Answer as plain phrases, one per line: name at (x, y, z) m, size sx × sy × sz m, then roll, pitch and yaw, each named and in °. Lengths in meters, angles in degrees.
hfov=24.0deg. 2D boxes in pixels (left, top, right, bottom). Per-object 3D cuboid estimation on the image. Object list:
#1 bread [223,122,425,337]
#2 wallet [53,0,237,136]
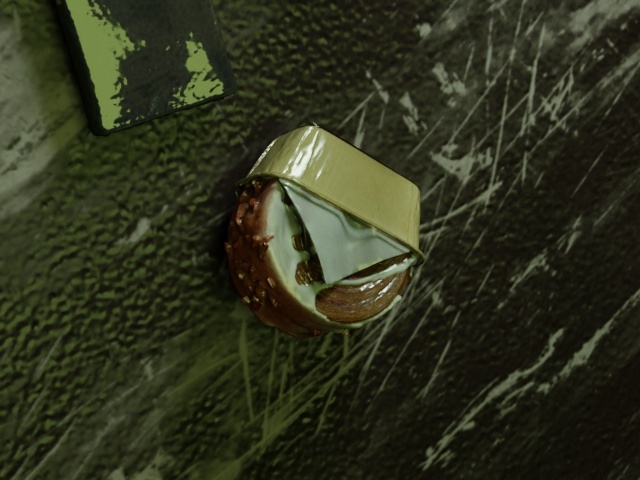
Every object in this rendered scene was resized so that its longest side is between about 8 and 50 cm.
bread at (0.000, 0.000, 1.644) m, size 0.224 × 0.142 × 0.212 m, roll 29°, pitch 69°, yaw -26°
wallet at (-0.204, -0.281, 1.554) m, size 0.170 × 0.044 × 0.321 m, roll -20°, pitch 102°, yaw -23°
